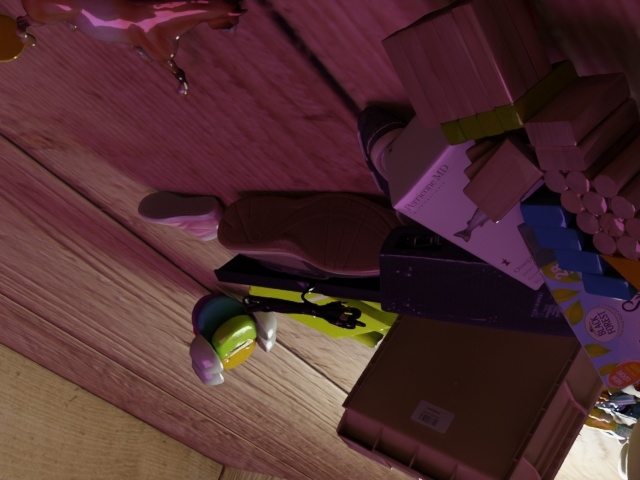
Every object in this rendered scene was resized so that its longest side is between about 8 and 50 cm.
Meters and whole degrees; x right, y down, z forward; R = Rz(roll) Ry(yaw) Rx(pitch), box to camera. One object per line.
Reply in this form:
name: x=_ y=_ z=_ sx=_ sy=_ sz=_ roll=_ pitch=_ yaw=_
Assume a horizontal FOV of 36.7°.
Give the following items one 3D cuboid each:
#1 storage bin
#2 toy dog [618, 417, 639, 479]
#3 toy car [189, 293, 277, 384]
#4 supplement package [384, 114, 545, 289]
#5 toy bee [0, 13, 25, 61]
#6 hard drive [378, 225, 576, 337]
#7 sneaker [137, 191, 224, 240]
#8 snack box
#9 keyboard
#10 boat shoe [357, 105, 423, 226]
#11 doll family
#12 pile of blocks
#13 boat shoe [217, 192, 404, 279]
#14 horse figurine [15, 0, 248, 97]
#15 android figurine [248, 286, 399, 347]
storage bin: x=0.198 y=0.214 z=1.287 sx=0.262 sy=0.260 sz=0.123 roll=20 pitch=158 yaw=37
toy dog: x=0.630 y=0.337 z=1.240 sx=0.408 sy=0.284 sz=0.395 roll=18 pitch=148 yaw=-14
toy car: x=-0.170 y=0.159 z=1.710 sx=0.136 sy=0.159 sz=0.182 roll=53 pitch=164 yaw=16
supplement package: x=0.164 y=-0.053 z=0.920 sx=0.179 sy=0.105 sz=0.105 roll=28 pitch=121 yaw=-20
toy bee: x=-0.414 y=-0.186 z=1.060 sx=0.195 sy=0.162 sz=0.298 roll=-26 pitch=164 yaw=-4
hard drive: x=0.195 y=0.046 z=1.071 sx=0.255 sy=0.054 sz=0.172 roll=7 pitch=154 yaw=8
sneaker: x=-0.193 y=-0.030 z=1.377 sx=0.134 sy=0.051 sz=0.070 roll=3 pitch=148 yaw=25
snack box: x=0.302 y=0.030 z=0.887 sx=0.175 sy=0.070 sz=0.207 roll=-28 pitch=128 yaw=12
keyboard: x=0.000 y=0.058 z=1.267 sx=0.317 sy=0.201 sz=0.033 roll=5 pitch=116 yaw=31
boat shoe: x=0.092 y=-0.079 z=1.053 sx=0.065 sy=0.075 sz=0.206 roll=57 pitch=-176 yaw=31
doll family: x=0.426 y=0.240 z=1.404 sx=0.163 sy=0.118 sz=0.263 roll=27 pitch=157 yaw=-18
pile of blocks: x=0.213 y=-0.066 z=0.777 sx=0.362 sy=0.113 sz=0.149 roll=48 pitch=148 yaw=6
boat shoe: x=0.000 y=0.000 z=1.240 sx=0.285 sy=0.102 sz=0.092 roll=4 pitch=162 yaw=33
horse figurine: x=-0.212 y=-0.220 z=0.943 sx=0.263 sy=0.066 sz=0.174 roll=20 pitch=163 yaw=-7
android figurine: x=0.004 y=0.088 z=1.483 sx=0.273 sy=0.056 sz=0.248 roll=28 pitch=156 yaw=-21
